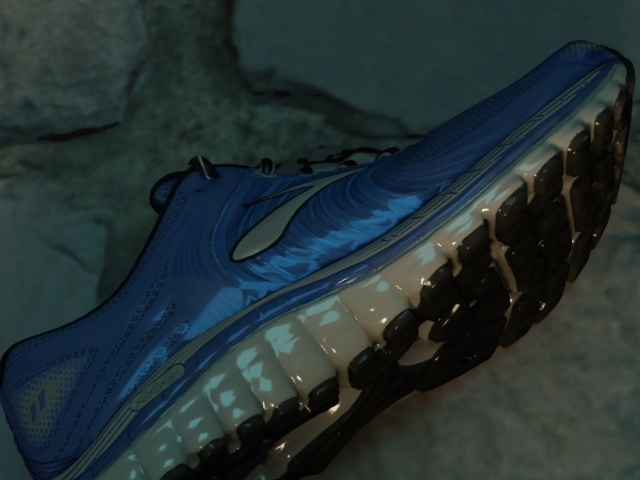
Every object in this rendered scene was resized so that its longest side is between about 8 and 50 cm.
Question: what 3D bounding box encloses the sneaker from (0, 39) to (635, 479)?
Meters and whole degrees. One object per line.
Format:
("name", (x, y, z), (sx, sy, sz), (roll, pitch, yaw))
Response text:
("sneaker", (0.000, 0.000, 0.667), (0.330, 0.130, 0.147), (-34, 61, -15))
